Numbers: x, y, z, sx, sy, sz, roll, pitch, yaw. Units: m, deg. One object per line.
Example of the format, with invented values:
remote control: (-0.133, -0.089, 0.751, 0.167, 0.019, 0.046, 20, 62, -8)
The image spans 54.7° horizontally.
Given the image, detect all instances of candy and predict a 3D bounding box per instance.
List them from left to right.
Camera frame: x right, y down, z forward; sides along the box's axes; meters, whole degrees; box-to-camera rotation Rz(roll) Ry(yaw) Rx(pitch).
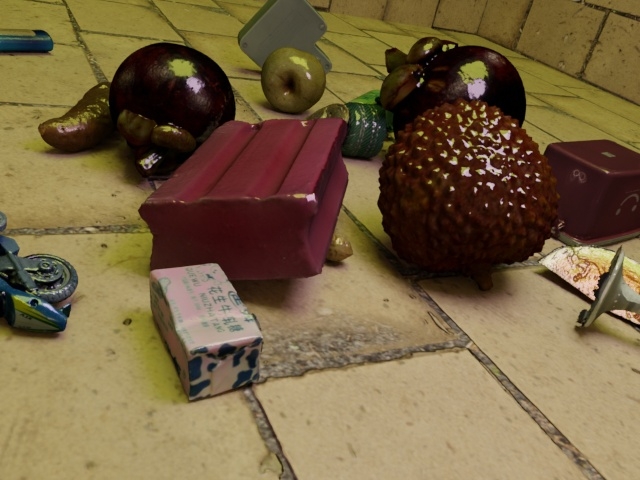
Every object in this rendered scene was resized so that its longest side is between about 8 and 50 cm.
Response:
candy: (-0.132, 0.096, 0.705, 0.092, 0.073, 0.160, -8, 35, -27)

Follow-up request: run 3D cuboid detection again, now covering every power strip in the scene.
power strip: (-0.078, -0.568, 1.806, 0.261, 0.229, 0.141, 38, 18, -33)

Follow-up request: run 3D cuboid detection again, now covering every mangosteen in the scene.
mangosteen: (-0.268, -0.219, 1.094, 0.228, 0.228, 0.266, 12, 57, -3)
mangosteen: (0.272, -0.302, 1.352, 0.347, 0.307, 0.307, 42, 29, -5)

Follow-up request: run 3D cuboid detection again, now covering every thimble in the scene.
thimble: (0.086, -0.250, 1.388, 0.090, 0.118, 0.135, 6, 31, -18)

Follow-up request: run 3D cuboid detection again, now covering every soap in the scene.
soap: (-0.089, -0.081, 0.932, 0.232, 0.128, 0.359, -1, 26, 10)

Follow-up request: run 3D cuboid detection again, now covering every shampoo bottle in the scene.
shampoo bottle: (-0.762, -0.492, 1.518, 0.183, 0.050, 0.087, -17, 43, -44)

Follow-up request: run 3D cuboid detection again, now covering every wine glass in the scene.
wine glass: (0.545, 0.131, 0.882, 0.321, 0.143, 0.143, 28, 31, 18)

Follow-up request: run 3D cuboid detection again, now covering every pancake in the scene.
pancake: (-0.002, -0.244, 1.347, 0.028, 0.158, 0.158, 50, 8, -34)

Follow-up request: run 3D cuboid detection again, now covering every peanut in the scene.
peanut: (0.000, 0.000, 0.965, 0.113, 0.054, 0.054, 23, 29, 21)

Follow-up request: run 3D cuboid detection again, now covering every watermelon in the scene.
watermelon: (0.494, 0.078, 1.049, 0.245, 0.063, 0.119, 33, 52, 23)

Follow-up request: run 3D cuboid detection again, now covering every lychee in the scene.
lychee: (0.230, -0.070, 0.977, 0.275, 0.304, 0.276, -12, -2, 0)

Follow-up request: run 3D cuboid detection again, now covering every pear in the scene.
pear: (-0.067, -0.402, 1.552, 0.167, 0.167, 0.136, 17, 25, 5)

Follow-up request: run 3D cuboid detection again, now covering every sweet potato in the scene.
sweet potato: (-0.421, -0.256, 1.198, 0.114, 0.092, 0.341, -3, 28, 3)

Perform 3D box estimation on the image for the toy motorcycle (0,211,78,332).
toy motorcycle: (-0.399, 0.036, 0.681, 0.254, 0.092, 0.136, 18, 36, -13)

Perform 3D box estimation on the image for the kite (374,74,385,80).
kite: (0.314, -0.502, 2.070, 0.314, 0.012, 0.335, 26, 30, 22)

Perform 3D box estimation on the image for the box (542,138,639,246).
box: (0.573, -0.108, 1.303, 0.294, 0.168, 0.193, -10, 34, -37)

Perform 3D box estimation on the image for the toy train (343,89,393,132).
toy train: (0.141, -0.342, 1.615, 0.157, 0.105, 0.253, 8, 24, 18)
